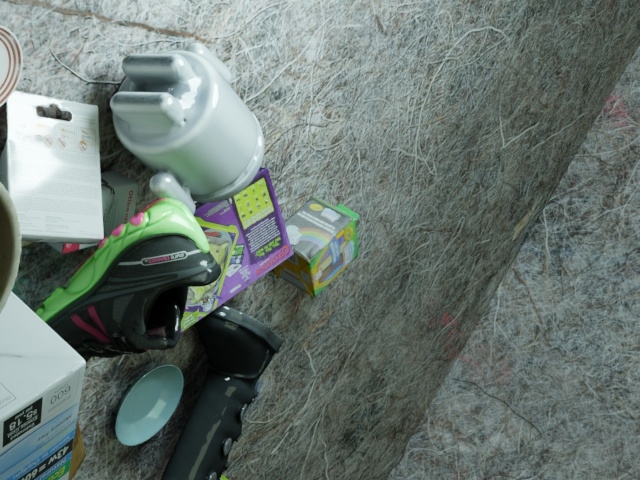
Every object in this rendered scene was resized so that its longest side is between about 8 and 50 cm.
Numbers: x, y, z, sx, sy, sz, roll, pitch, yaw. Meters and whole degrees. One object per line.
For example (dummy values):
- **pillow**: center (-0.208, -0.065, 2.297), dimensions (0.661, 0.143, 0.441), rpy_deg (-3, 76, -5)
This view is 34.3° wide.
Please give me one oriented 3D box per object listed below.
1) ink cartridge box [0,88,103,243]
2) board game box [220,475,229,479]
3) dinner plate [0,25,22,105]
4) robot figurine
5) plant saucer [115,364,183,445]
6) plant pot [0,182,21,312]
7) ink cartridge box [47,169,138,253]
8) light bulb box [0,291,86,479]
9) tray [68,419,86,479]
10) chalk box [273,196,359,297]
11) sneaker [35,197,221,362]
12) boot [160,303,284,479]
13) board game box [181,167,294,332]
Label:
- **ink cartridge box**: center (-0.427, -0.110, 1.625), dimensions (0.181, 0.056, 0.225), rpy_deg (5, 77, -52)
- **board game box**: center (-0.318, 0.697, 2.395), dimensions (0.347, 0.233, 0.078), rpy_deg (-45, 148, -27)
- **dinner plate**: center (-0.491, -0.247, 1.497), dimensions (0.141, 0.017, 0.141), rpy_deg (-38, 145, -34)
- **robot figurine**: center (-0.221, -0.191, 1.791), dimensions (0.353, 0.200, 0.300), rpy_deg (49, 54, -60)
- **plant saucer**: center (-0.371, 0.341, 2.195), dimensions (0.195, 0.037, 0.195), rpy_deg (-38, 143, -35)
- **plant pot**: center (-0.591, -0.011, 1.245), dimensions (0.334, 0.305, 0.334), rpy_deg (-39, 145, -34)
- **ink cartridge box**: center (-0.394, -0.051, 1.779), dimensions (0.150, 0.063, 0.109), rpy_deg (-18, 129, -51)
- **light bulb box**: center (-0.575, 0.309, 1.569), dimensions (0.358, 0.225, 0.361), rpy_deg (-34, 154, -40)
- **tray**: center (-0.553, 0.470, 1.832), dimensions (0.411, 0.076, 0.203), rpy_deg (-64, 161, -45)
- **chalk box**: center (0.000, 0.000, 2.392), dimensions (0.213, 0.132, 0.132), rpy_deg (-42, 146, -29)
- **sneaker**: center (-0.348, 0.135, 1.754), dimensions (0.483, 0.202, 0.185), rpy_deg (-42, 179, 33)
- **boot**: center (-0.253, 0.367, 2.241), dimensions (0.445, 0.146, 0.367), rpy_deg (-63, 154, -9)
- **board game box**: center (-0.207, 0.016, 2.084), dimensions (0.347, 0.056, 0.208), rpy_deg (-35, 115, -39)
